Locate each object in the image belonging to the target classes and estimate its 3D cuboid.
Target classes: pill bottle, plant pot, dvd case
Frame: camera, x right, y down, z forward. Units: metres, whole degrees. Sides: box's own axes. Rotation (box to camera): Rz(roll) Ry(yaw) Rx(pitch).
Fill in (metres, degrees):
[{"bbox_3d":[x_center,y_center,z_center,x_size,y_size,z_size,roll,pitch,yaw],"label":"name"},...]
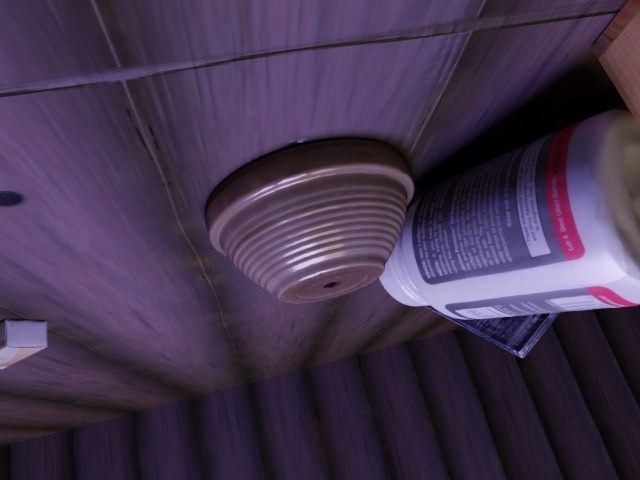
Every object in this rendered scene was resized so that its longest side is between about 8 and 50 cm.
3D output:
[{"bbox_3d":[0.206,-0.003,0.541,0.177,0.176,0.319,-3,170,-32],"label":"pill bottle"},{"bbox_3d":[0.000,0.000,0.531,0.238,0.109,0.237,-15,161,-5],"label":"plant pot"},{"bbox_3d":[0.236,0.050,0.660,0.164,0.221,0.018,-47,120,-10],"label":"dvd case"}]

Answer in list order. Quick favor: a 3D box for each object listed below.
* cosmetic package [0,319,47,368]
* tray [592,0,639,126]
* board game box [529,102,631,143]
[{"bbox_3d":[-0.456,0.152,0.691,0.115,0.041,0.060,-25,158,25],"label":"cosmetic package"},{"bbox_3d":[0.460,-0.132,0.381,0.412,0.202,0.076,-12,158,-9],"label":"tray"},{"bbox_3d":[0.384,-0.134,0.572,0.260,0.039,0.124,-25,158,17],"label":"board game box"}]
